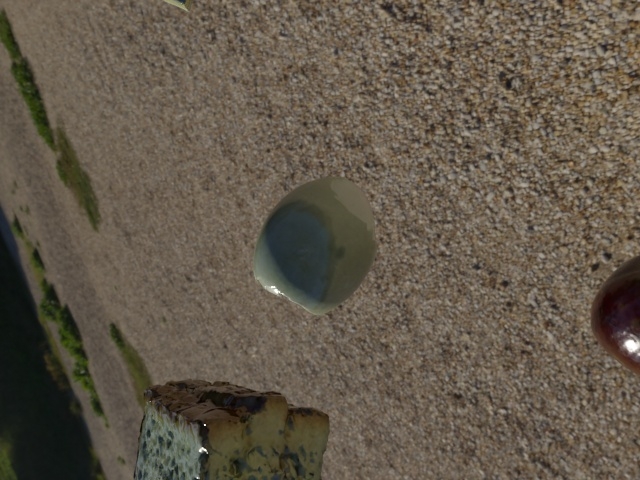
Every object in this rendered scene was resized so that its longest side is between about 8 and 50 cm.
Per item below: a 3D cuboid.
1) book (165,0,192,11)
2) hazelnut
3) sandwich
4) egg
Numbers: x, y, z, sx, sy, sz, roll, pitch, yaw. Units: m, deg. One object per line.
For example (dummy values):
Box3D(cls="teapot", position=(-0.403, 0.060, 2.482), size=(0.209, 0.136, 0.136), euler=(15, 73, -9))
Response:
Box3D(cls="book", position=(-0.287, -0.619, 0.992), size=(0.201, 0.026, 0.289), euler=(28, 104, 14))
Box3D(cls="hazelnut", position=(0.513, 0.108, 0.723), size=(0.234, 0.218, 0.218), euler=(23, 130, 22))
Box3D(cls="sandwich", position=(-0.101, 0.301, 0.479), size=(0.262, 0.131, 0.325), euler=(-19, 64, 58))
Box3D(cls="egg", position=(0.000, 0.000, 1.248), size=(0.278, 0.336, 0.278), euler=(31, 173, 4))
